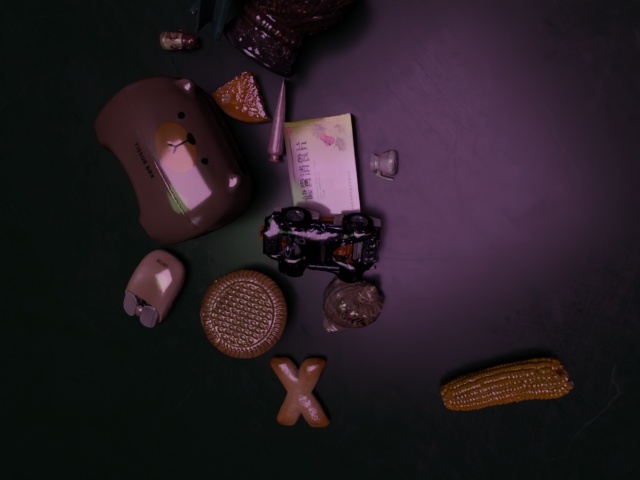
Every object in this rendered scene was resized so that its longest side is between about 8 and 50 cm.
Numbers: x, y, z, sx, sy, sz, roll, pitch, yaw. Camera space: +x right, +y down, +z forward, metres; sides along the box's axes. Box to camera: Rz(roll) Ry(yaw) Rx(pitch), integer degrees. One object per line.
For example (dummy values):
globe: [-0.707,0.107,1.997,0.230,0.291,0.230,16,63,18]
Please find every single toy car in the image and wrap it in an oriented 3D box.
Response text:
toy car: [-0.001,-0.001,1.071,0.302,0.118,0.193,7,133,2]

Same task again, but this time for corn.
corn: [0.449,0.360,1.076,0.313,0.102,0.101,-16,95,16]

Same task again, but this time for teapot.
teapot: [0.159,-0.186,1.076,0.064,0.064,0.083,4,132,20]

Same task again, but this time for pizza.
pizza: [-0.203,-0.378,1.133,0.178,0.041,0.130,13,105,11]

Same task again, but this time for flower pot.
flower pot: [-0.077,-0.538,0.974,0.267,0.266,0.267,40,115,4]

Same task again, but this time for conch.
conch: [0.073,0.168,1.147,0.207,0.130,0.155,-47,52,37]

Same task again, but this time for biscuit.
biscuit: [-0.214,0.199,1.191,0.260,0.079,0.258,-1,84,9]
biscuit: [-0.058,0.433,1.233,0.165,0.047,0.207,-3,98,13]

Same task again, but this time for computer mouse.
computer mouse: [-0.489,0.140,1.266,0.145,0.082,0.236,35,104,5]

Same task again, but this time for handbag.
handbag: [-0.215,-0.632,0.935,0.090,0.238,0.326,10,61,-20]

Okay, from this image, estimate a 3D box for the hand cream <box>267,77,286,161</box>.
hand cream: [-0.106,-0.309,1.114,0.043,0.067,0.209,8,104,-3]

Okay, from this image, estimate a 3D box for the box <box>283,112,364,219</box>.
box: [0.010,-0.182,1.106,0.175,0.062,0.260,-5,99,14]

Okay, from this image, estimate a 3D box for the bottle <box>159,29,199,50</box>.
bottle: [-0.370,-0.531,1.144,0.101,0.047,0.063,5,90,11]

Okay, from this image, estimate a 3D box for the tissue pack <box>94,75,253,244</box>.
tissue pack: [-0.337,-0.204,1.075,0.277,0.267,0.386,-24,92,15]
